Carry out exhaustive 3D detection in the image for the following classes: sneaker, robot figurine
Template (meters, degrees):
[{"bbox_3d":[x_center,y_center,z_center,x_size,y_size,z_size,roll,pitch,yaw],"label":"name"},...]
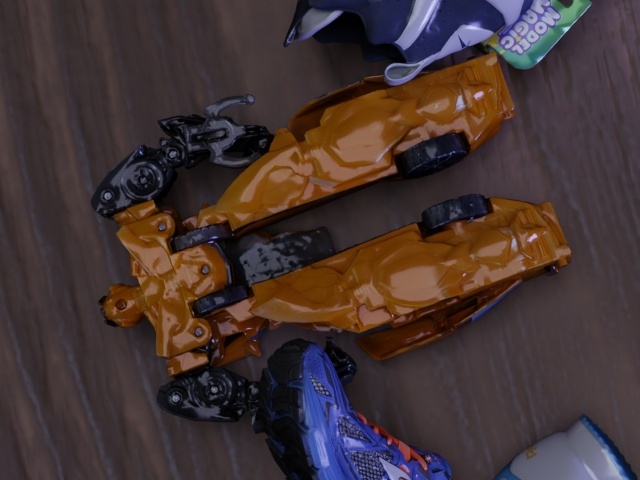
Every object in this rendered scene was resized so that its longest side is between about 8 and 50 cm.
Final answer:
[{"bbox_3d":[0.032,0.144,1.154,0.087,0.083,0.221,-35,119,-15],"label":"sneaker"},{"bbox_3d":[0.012,-0.197,1.170,0.153,0.094,0.235,-41,90,-5],"label":"sneaker"},{"bbox_3d":[0.186,0.225,1.152,0.092,0.087,0.229,-32,72,9],"label":"sneaker"},{"bbox_3d":[0.000,0.000,1.202,0.291,0.085,0.211,-20,80,4],"label":"robot figurine"}]

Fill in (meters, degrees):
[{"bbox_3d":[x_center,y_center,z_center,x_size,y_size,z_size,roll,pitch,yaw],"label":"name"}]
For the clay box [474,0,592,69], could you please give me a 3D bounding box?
[{"bbox_3d":[0.093,-0.219,1.236,0.222,0.053,0.127,43,91,10],"label":"clay box"}]
